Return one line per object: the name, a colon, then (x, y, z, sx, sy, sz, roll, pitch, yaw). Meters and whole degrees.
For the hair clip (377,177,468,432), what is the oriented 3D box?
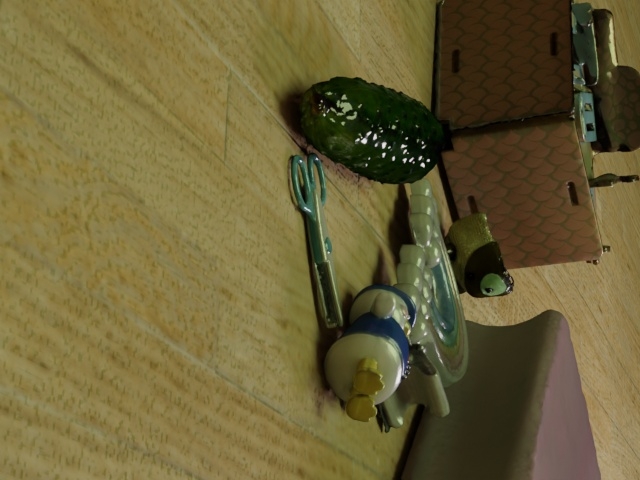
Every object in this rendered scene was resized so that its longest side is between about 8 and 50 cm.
hair clip: (0.081, 0.060, 1.189, 0.220, 0.054, 0.140, -75, 146, -55)

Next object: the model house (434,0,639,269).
model house: (0.210, -0.128, 1.433, 0.244, 0.169, 0.326, -12, 97, -69)

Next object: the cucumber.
cucumber: (0.036, -0.079, 1.063, 0.227, 0.069, 0.069, 12, 74, -67)

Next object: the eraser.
eraser: (0.154, 0.260, 1.224, 0.359, 0.122, 0.272, -61, 142, -60)

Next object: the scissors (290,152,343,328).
scissors: (0.000, 0.000, 1.003, 0.058, 0.014, 0.119, -21, 101, -70)

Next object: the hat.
hat: (0.136, 0.017, 1.340, 0.077, 0.059, 0.076, 45, 27, -70)

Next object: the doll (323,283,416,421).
doll: (0.037, 0.070, 1.034, 0.143, 0.057, 0.099, -71, 176, -64)
